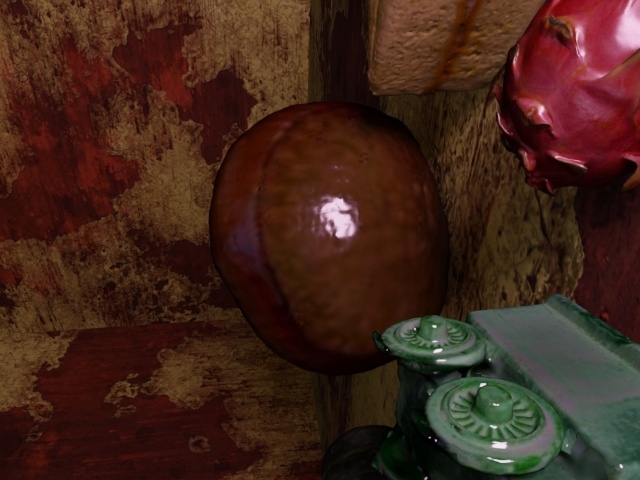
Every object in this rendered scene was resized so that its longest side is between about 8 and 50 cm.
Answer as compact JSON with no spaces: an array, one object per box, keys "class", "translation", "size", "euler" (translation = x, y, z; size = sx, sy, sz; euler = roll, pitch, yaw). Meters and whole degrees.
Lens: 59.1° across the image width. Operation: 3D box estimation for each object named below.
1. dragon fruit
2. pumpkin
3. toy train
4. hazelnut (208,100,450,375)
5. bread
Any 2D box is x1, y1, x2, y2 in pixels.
[{"class":"dragon fruit","translation":[0.186,-0.110,0.363],"size":[0.133,0.136,0.166],"euler":[-37,-34,-43]},{"class":"pumpkin","translation":[0.091,0.476,0.986],"size":[0.300,0.207,0.300],"euler":[-8,-90,-89]},{"class":"toy train","translation":[0.148,0.143,0.419],"size":[0.266,0.201,0.145],"euler":[-115,23,-73]},{"class":"hazelnut","translation":[0.000,0.000,0.871],"size":[0.420,0.352,0.421],"euler":[24,130,31]},{"class":"bread","translation":[0.140,-0.234,0.523],"size":[0.163,0.167,0.264],"euler":[-104,10,-54]}]
